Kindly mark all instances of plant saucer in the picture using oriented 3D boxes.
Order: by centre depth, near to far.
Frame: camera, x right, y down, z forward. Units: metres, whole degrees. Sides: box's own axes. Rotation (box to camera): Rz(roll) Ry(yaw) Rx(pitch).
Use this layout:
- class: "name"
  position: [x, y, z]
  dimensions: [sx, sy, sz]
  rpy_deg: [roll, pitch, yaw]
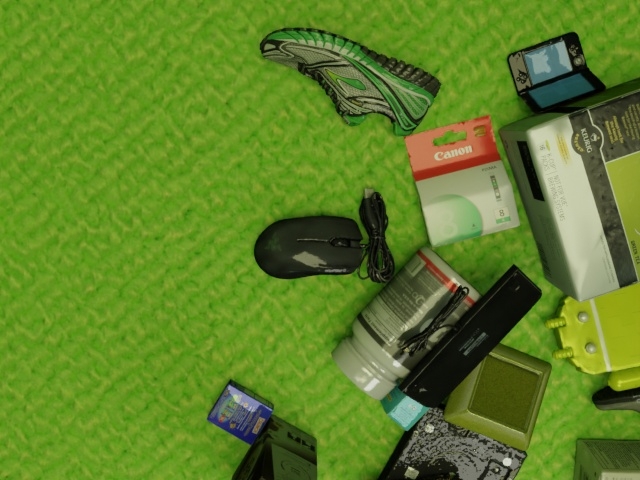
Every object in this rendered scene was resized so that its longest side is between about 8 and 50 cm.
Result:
- class: "plant saucer"
  position: [0.363, 0.302, 1.572]
  dimensions: [0.188, 0.045, 0.188]
  rpy_deg: [22, 77, -4]

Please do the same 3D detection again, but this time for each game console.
- class: "game console"
  position: [0.446, -0.320, 1.491]
  dimensions: [0.144, 0.085, 0.124]
  rpy_deg: [-19, 99, 2]

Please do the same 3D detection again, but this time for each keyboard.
- class: "keyboard"
  position: [0.259, 0.169, 1.452]
  dimensions: [0.317, 0.033, 0.201]
  rpy_deg: [-48, 131, 5]

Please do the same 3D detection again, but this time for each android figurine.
- class: "android figurine"
  position: [0.585, 0.171, 1.562]
  dimensions: [0.273, 0.056, 0.248]
  rpy_deg: [-10, 82, 0]

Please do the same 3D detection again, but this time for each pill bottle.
- class: "pill bottle"
  position: [0.165, 0.163, 1.522]
  dimensions: [0.161, 0.161, 0.283]
  rpy_deg: [41, 96, -6]

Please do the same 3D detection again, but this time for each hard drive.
- class: "hard drive"
  position: [0.240, 0.521, 1.627]
  dimensions: [0.237, 0.064, 0.339]
  rpy_deg: [27, 97, -5]

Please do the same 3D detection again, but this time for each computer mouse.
- class: "computer mouse"
  position: [0.000, 0.000, 1.517]
  dimensions: [0.272, 0.072, 0.188]
  rpy_deg: [-7, 74, 5]

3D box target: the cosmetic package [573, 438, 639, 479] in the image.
- class: "cosmetic package"
  position: [0.681, 0.492, 1.585]
  dimensions: [0.296, 0.153, 0.129]
  rpy_deg: [1, 101, 0]

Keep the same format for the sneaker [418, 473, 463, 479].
- class: "sneaker"
  position: [0.179, 0.531, 1.552]
  dimensions: [0.225, 0.088, 0.092]
  rpy_deg: [-6, 100, 0]

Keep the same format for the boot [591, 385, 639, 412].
- class: "boot"
  position: [0.678, 0.359, 1.557]
  dimensions: [0.246, 0.083, 0.161]
  rpy_deg: [-14, 97, 28]

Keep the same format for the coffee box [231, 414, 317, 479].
- class: "coffee box"
  position: [-0.095, 0.477, 1.497]
  dimensions: [0.119, 0.297, 0.168]
  rpy_deg: [30, 97, -5]

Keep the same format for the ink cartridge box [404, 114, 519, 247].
- class: "ink cartridge box"
  position: [0.277, -0.115, 1.537]
  dimensions: [0.181, 0.056, 0.224]
  rpy_deg: [-14, 100, 1]

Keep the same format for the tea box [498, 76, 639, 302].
- class: "tea box"
  position: [0.550, -0.107, 1.457]
  dimensions: [0.323, 0.220, 0.329]
  rpy_deg: [-18, 99, 3]

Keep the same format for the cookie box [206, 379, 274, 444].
- class: "cookie box"
  position: [-0.163, 0.351, 1.606]
  dimensions: [0.107, 0.040, 0.092]
  rpy_deg: [32, 97, -5]

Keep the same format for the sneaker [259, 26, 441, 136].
- class: "sneaker"
  position: [0.046, -0.297, 1.465]
  dimensions: [0.343, 0.134, 0.146]
  rpy_deg: [22, 98, -4]

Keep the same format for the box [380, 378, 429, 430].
- class: "box"
  position: [0.223, 0.255, 1.563]
  dimensions: [0.060, 0.100, 0.244]
  rpy_deg: [41, 96, -18]
